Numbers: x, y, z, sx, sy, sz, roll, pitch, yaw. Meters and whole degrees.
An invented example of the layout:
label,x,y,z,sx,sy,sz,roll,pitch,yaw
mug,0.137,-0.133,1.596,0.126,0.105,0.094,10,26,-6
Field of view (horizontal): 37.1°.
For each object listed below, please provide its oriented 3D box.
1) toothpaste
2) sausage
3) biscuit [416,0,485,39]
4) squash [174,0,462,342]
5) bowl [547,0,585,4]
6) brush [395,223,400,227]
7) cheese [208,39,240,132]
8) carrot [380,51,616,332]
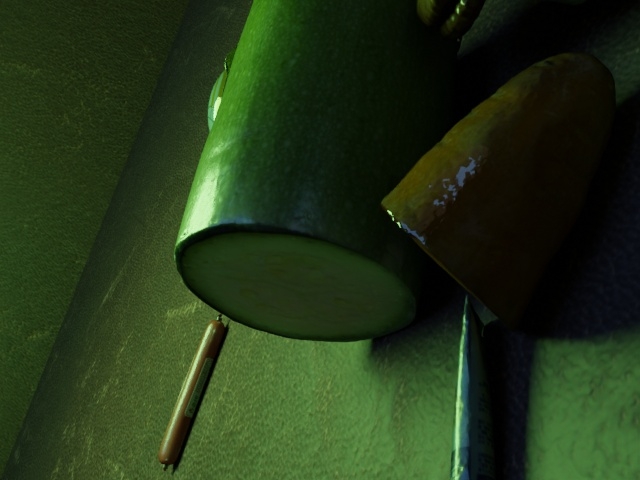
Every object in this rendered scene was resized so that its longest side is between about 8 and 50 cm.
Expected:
label,x,y,z,sx,sy,sz,roll,pitch,yaw
toothpaste,0.128,0.150,0.799,0.037,0.062,0.216,-5,55,17
sausage,-0.198,0.231,1.472,0.034,0.034,0.253,-5,63,65
biscuit,0.150,-0.306,0.933,0.220,0.066,0.220,-159,90,-86
squash,0.012,-0.112,1.051,0.263,0.263,0.384,-32,39,54
bowl,0.250,-0.306,0.868,0.211,0.112,0.211,-161,90,-84
brush,0.143,-0.059,0.901,0.170,0.014,0.043,-33,19,-5
cheese,-0.089,-0.127,1.238,0.177,0.069,0.270,-63,-28,-48
carrot,0.171,-0.058,0.818,0.225,0.159,0.159,-52,22,1
